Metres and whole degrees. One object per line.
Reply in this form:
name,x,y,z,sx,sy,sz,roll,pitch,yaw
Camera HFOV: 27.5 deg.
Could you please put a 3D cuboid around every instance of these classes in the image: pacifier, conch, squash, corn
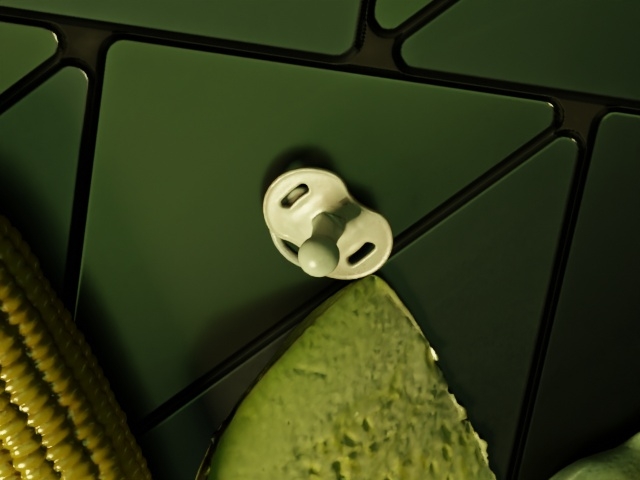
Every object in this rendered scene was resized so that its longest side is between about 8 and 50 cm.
pacifier,0.000,0.000,0.908,0.099,0.078,0.081,39,120,-17
conch,0.210,0.214,1.004,0.180,0.065,0.088,-42,106,0
squash,0.019,0.179,0.927,0.204,0.155,0.237,-28,107,4
corn,-0.203,0.128,0.895,0.131,0.131,0.344,-24,110,1
